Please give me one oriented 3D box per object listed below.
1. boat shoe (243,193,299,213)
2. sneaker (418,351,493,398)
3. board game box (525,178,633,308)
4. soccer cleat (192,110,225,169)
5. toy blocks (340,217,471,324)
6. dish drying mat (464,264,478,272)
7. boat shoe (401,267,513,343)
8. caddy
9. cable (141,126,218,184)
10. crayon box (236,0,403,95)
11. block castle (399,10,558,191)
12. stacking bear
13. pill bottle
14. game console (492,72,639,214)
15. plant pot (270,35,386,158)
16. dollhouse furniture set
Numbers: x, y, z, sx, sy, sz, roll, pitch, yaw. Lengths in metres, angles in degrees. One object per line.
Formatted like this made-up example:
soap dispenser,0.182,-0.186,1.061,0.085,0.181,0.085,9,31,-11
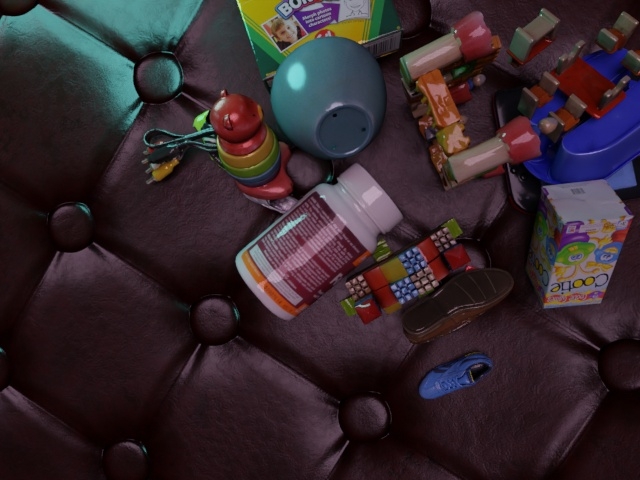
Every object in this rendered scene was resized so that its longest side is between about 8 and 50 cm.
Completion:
boat shoe,-0.135,-0.114,1.292,0.184,0.063,0.066,31,94,3
sneaker,0.355,0.363,1.252,0.209,0.082,0.069,-29,91,6
board game box,0.596,0.015,1.121,0.145,0.142,0.275,-7,132,5
soccer cleat,-0.284,-0.274,1.300,0.072,0.060,0.178,-33,85,22
toy blocks,0.209,0.078,1.168,0.382,0.261,0.190,-30,89,5
dish drying mat,0.398,0.110,1.279,0.032,0.008,0.083,17,93,5
boat shoe,0.355,0.172,1.241,0.308,0.104,0.110,-24,50,1
caddy,0.641,-0.278,1.121,0.341,0.179,0.241,-37,61,3
cable,-0.373,-0.259,1.295,0.287,0.072,0.139,-17,76,13
crayon box,-0.015,-0.586,1.211,0.363,0.106,0.312,-19,82,3
block castle,0.336,-0.284,1.060,0.213,0.453,0.302,-24,88,12
stacking bear,-0.177,-0.239,1.158,0.164,0.289,0.175,-8,65,6
pill bottle,0.000,0.000,1.204,0.392,0.224,0.224,-40,88,5
game console,0.663,-0.254,1.223,0.387,0.060,0.341,-9,91,5
plant pot,0.035,-0.307,1.135,0.291,0.195,0.290,-7,132,-7
dollhouse furniture set,0.545,-0.376,1.048,0.262,0.135,0.259,-38,70,2
